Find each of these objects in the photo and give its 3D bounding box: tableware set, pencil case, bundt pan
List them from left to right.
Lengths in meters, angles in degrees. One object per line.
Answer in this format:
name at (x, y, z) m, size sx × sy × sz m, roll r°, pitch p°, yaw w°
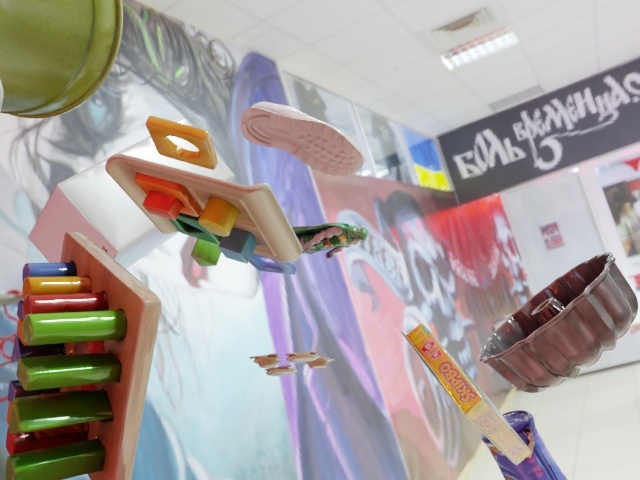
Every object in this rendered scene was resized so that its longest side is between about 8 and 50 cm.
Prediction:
tableware set at (-0.056, 0.241, 1.306) m, size 0.141 × 0.020 × 0.169 m, roll -11°, pitch -24°, yaw 13°
pencil case at (0.447, 0.496, 1.349) m, size 0.119 × 0.306 × 0.133 m, roll -27°, pitch -6°, yaw -20°
bundt pan at (0.470, 0.173, 1.283) m, size 0.331 × 0.124 × 0.331 m, roll -39°, pitch -7°, yaw -6°

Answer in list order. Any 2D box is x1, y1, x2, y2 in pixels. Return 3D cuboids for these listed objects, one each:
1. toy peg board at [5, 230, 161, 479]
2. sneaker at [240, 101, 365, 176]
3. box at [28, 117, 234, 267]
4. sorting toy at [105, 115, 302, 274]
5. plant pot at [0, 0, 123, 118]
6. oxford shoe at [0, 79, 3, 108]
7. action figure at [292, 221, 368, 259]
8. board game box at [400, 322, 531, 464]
toy peg board at (-0.202, 0.091, 0.501) m, size 0.079 × 0.161 × 0.160 m, roll 2°, pitch 17°, yaw -41°
sneaker at (-0.024, -0.194, 1.200) m, size 0.090 × 0.235 × 0.095 m, roll -67°, pitch -5°, yaw 28°
box at (-0.379, -0.071, 1.354) m, size 0.215 × 0.168 × 0.345 m, roll -39°, pitch 3°, yaw 44°
sorting toy at (-0.134, -0.024, 0.770) m, size 0.196 × 0.047 × 0.348 m, roll 11°, pitch -23°, yaw 17°
plant pot at (-0.546, -0.359, 0.988) m, size 0.366 × 0.367 × 0.353 m, roll -19°, pitch 9°, yaw 15°
oxford shoe at (-0.564, -0.253, 0.697) m, size 0.449 × 0.169 × 0.130 m, roll 33°, pitch 0°, yaw -37°
action figure at (0.000, 0.000, 1.331) m, size 0.232 × 0.064 × 0.137 m, roll -11°, pitch -24°, yaw 41°
board game box at (0.186, 0.195, 0.834) m, size 0.039 × 0.124 × 0.259 m, roll -42°, pitch -42°, yaw 5°
